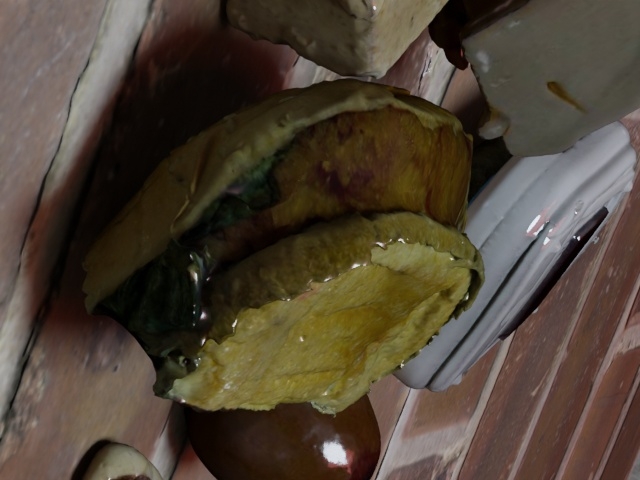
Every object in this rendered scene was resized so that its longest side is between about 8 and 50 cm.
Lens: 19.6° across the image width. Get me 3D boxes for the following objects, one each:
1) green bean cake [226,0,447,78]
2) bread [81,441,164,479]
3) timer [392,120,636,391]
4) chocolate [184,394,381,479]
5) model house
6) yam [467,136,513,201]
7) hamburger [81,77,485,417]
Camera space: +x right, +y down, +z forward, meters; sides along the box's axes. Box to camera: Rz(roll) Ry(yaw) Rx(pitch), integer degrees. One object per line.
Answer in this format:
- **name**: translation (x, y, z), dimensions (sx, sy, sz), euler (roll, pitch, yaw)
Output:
- **green bean cake**: translation (0.031, -0.186, 1.101), dimensions (0.179, 0.109, 0.085), euler (-52, 155, -33)
- **bread**: translation (-0.116, 0.202, 1.250), dimensions (0.073, 0.053, 0.214), euler (-59, 158, -26)
- **timer**: translation (0.162, 0.009, 1.567), dimensions (0.237, 0.087, 0.262), euler (-34, 161, -52)
- **chocolate**: translation (-0.021, 0.126, 1.284), dimensions (0.127, 0.133, 0.124), euler (-28, 135, -61)
- **model house**: translation (0.155, -0.214, 1.264), dimensions (0.199, 0.219, 0.229), euler (44, 28, -59)
- **yam**: translation (0.143, -0.063, 1.589), dimensions (0.094, 0.043, 0.043), euler (-38, 146, -51)
- **hamburger**: translation (0.000, 0.000, 1.094), dimensions (0.211, 0.132, 0.309), euler (-42, 157, 14)
